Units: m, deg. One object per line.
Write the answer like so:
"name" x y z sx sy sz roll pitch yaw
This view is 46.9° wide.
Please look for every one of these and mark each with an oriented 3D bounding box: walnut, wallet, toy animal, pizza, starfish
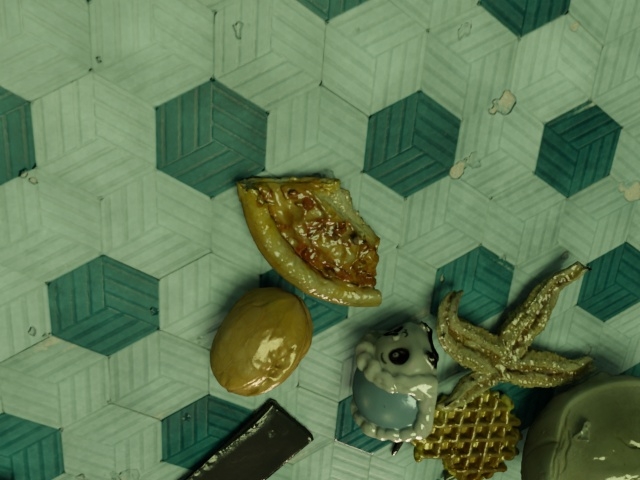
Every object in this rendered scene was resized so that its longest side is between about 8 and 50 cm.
"walnut" -0.101 0.175 1.266 0.159 0.159 0.206 33 95 -30
"wallet" -0.156 0.443 1.449 0.285 0.030 0.146 -41 125 2
"toy animal" 0.135 0.255 1.377 0.156 0.208 0.204 1 117 1
"pizza" 0.000 0.000 1.259 0.182 0.074 0.365 -35 123 10
"starfish" 0.409 0.193 1.504 0.432 0.082 0.324 -9 116 -20

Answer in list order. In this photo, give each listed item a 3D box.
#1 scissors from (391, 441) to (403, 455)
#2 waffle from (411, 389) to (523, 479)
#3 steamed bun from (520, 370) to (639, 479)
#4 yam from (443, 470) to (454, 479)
"scissors" 0.188 0.368 1.525 0.017 0.088 0.220 17 121 -4
"waffle" 0.317 0.428 1.587 0.249 0.056 0.253 -28 113 -8
"steamed bun" 0.601 0.418 1.591 0.384 0.236 0.247 -18 158 -5
"yam" 0.325 0.504 1.657 0.129 0.027 0.033 -30 161 -6
